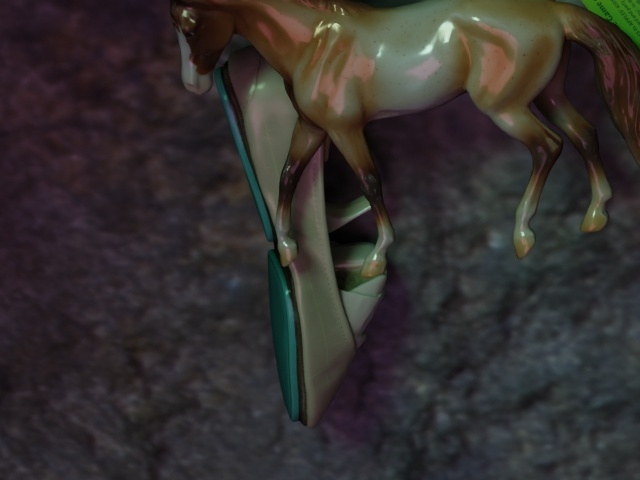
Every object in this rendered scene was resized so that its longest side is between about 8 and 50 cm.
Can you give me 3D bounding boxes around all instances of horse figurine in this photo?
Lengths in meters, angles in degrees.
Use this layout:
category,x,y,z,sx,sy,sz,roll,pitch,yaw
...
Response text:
category,x,y,z,sx,sy,sz,roll,pitch,yaw
horse figurine,0.060,-0.071,0.940,0.263,0.066,0.174,-5,111,10

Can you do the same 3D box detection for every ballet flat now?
category,x,y,z,sx,sy,sz,roll,pitch,yaw
ballet flat,0.000,0.000,1.048,0.086,0.086,0.248,-2,122,15

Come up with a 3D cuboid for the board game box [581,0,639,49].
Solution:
category,x,y,z,sx,sy,sz,roll,pitch,yaw
board game box,0.179,-0.145,0.922,0.092,0.043,0.181,-31,112,30
